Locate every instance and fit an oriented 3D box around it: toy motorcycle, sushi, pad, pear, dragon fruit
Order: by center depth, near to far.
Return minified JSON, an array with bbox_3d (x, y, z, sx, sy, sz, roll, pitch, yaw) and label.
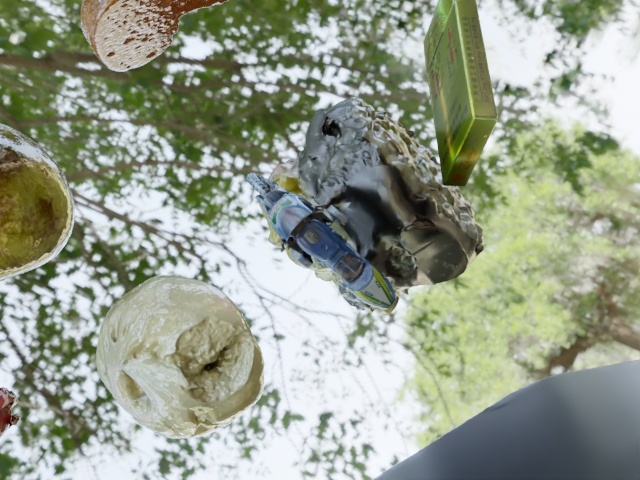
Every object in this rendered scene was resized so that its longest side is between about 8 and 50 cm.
[{"bbox_3d":[0.145,0.160,0.548,0.315,0.063,0.375,-24,-5,-24],"label":"pad"},{"bbox_3d":[0.000,0.000,1.182,0.092,0.254,0.135,-48,18,4],"label":"toy motorcycle"},{"bbox_3d":[0.071,-0.030,1.411,0.285,0.329,0.328,-42,-47,16],"label":"sushi"},{"bbox_3d":[-0.548,-0.063,1.424,0.283,0.283,0.283,-52,-24,-34],"label":"pear"},{"bbox_3d":[-0.651,0.337,1.659,0.166,0.136,0.133,-35,-1,-2],"label":"dragon fruit"}]

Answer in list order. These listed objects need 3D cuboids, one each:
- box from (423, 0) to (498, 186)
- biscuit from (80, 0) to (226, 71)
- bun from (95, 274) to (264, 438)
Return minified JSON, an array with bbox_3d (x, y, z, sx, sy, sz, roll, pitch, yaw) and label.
[{"bbox_3d":[0.216,-0.260,1.380,0.173,0.043,0.311,106,164,-58],"label":"box"},{"bbox_3d":[-0.145,-0.242,0.863,0.192,0.036,0.186,-29,-6,-8],"label":"biscuit"},{"bbox_3d":[-0.150,0.129,0.904,0.128,0.178,0.193,-39,11,-36],"label":"bun"}]
